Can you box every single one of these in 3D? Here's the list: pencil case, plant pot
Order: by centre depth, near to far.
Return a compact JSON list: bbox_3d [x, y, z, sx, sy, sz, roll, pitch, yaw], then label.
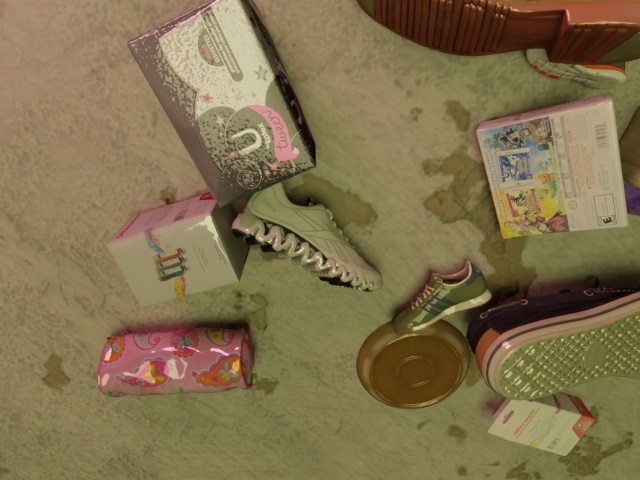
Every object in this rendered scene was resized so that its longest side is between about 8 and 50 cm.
[{"bbox_3d":[-0.269,0.231,0.893,0.283,0.124,0.124,-5,115,2],"label":"pencil case"},{"bbox_3d":[0.192,0.261,0.958,0.236,0.032,0.237,0,116,-1],"label":"plant pot"}]

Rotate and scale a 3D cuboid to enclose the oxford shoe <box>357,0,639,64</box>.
[{"bbox_3d":[0.248,-0.342,0.635,0.396,0.140,0.147,11,87,5],"label":"oxford shoe"}]

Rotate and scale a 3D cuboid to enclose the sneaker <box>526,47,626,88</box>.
[{"bbox_3d":[0.386,-0.281,0.708,0.157,0.061,0.065,16,87,-9],"label":"sneaker"}]

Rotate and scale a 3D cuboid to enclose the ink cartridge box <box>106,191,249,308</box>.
[{"bbox_3d":[-0.228,0.010,0.781,0.176,0.128,0.128,-15,114,7],"label":"ink cartridge box"}]

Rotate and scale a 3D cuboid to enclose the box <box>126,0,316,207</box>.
[{"bbox_3d":[-0.123,-0.201,0.678,0.163,0.142,0.247,-22,114,9],"label":"box"}]

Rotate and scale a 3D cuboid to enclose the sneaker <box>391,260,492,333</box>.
[{"bbox_3d":[0.212,0.099,0.871,0.192,0.064,0.086,-23,106,9],"label":"sneaker"}]

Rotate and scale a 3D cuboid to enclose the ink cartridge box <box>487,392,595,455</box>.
[{"bbox_3d":[0.454,0.372,0.995,0.198,0.067,0.115,19,113,-11],"label":"ink cartridge box"}]

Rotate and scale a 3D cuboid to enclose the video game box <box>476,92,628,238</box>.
[{"bbox_3d":[0.365,-0.106,0.741,0.187,0.048,0.205,-7,118,32],"label":"video game box"}]

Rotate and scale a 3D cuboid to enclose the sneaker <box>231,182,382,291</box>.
[{"bbox_3d":[0.000,0.000,0.798,0.292,0.110,0.118,30,75,-25],"label":"sneaker"}]

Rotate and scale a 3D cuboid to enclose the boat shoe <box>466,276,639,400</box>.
[{"bbox_3d":[0.501,0.161,0.857,0.499,0.156,0.187,-8,110,-10],"label":"boat shoe"}]

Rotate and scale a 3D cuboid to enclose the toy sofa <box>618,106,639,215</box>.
[{"bbox_3d":[0.653,-0.069,0.749,0.362,0.150,0.177,16,113,-8],"label":"toy sofa"}]
